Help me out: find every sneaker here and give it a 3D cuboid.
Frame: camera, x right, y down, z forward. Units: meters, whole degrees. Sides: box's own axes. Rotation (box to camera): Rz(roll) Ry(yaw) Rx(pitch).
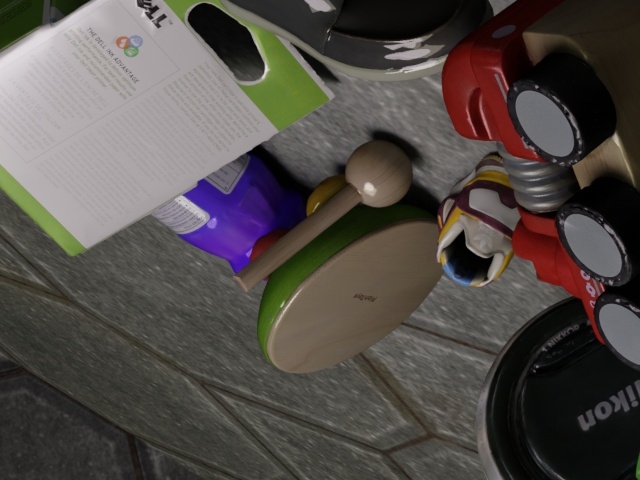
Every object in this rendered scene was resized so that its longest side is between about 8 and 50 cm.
[{"bbox_3d":[-0.004,-0.172,1.180,0.222,0.083,0.118,20,159,35],"label":"sneaker"},{"bbox_3d":[0.114,0.000,1.462,0.070,0.084,0.185,29,162,5],"label":"sneaker"}]

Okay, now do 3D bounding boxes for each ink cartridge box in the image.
[{"bbox_3d":[-0.145,-0.128,1.459,0.255,0.097,0.189,-29,126,18],"label":"ink cartridge box"}]

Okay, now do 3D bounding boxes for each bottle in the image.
[{"bbox_3d":[-0.101,-0.047,1.674,0.283,0.092,0.118,36,165,-17],"label":"bottle"}]

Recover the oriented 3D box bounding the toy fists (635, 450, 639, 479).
[{"bbox_3d":[0.296,0.096,1.242,0.142,0.096,0.279,26,130,24],"label":"toy fists"}]

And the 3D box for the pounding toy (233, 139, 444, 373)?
[{"bbox_3d":[0.000,0.000,1.573,0.110,0.183,0.237,52,173,27],"label":"pounding toy"}]

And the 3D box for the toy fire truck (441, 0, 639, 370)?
[{"bbox_3d":[0.149,-0.059,1.165,0.246,0.158,0.217,13,134,54],"label":"toy fire truck"}]

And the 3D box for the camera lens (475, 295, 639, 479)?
[{"bbox_3d":[0.246,0.179,1.510,0.219,0.219,0.274,23,161,24],"label":"camera lens"}]
